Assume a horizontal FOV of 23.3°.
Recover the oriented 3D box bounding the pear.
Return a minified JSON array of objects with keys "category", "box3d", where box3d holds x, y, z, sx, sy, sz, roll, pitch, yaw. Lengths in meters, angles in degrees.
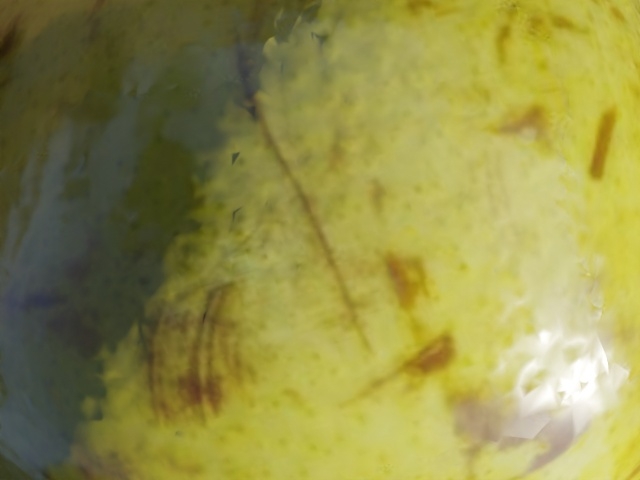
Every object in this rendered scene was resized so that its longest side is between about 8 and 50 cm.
[{"category":"pear","box3d":[0.000,0.000,0.526,0.283,0.284,0.284,8,129,9]}]
